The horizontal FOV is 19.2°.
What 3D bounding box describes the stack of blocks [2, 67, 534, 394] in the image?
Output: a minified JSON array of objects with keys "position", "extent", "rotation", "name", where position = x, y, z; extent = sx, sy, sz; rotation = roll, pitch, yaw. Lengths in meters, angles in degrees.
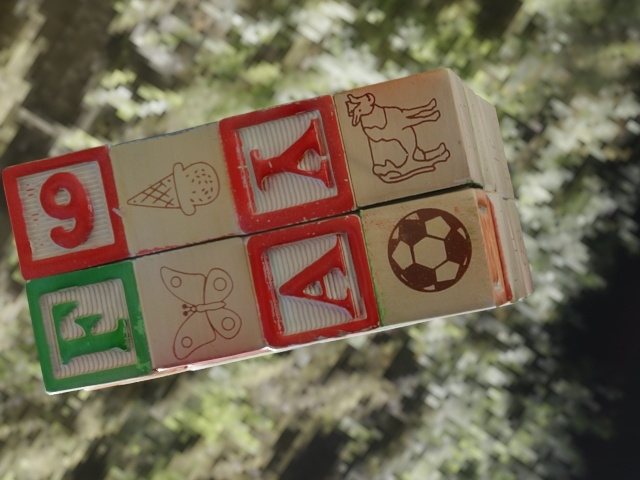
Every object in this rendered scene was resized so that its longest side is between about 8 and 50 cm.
[{"position":[0.000,0.000,0.818],"extent":[0.297,0.171,0.087],"rotation":[4,-106,-80],"name":"stack of blocks"}]
